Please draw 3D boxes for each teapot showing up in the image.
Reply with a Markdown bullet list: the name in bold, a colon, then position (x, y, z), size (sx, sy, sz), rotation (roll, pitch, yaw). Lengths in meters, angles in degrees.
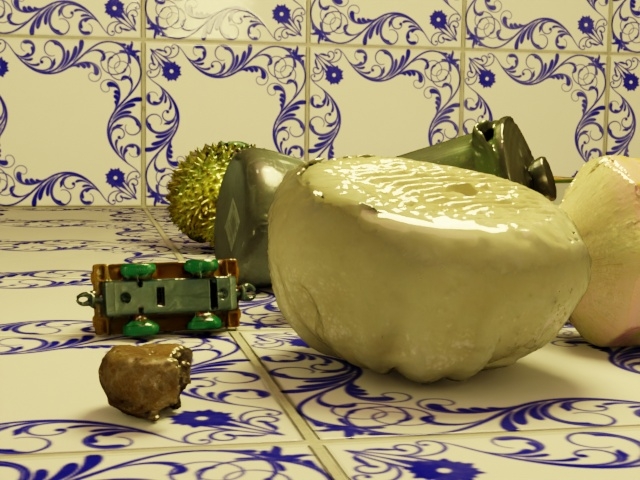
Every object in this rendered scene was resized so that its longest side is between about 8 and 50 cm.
- **teapot**: position (0.001, -0.024, 1.764), size (0.285, 0.223, 0.305), rotation (6, 1, -21)
- **teapot**: position (0.156, -0.013, 1.482), size (0.337, 0.270, 0.200), rotation (-17, 30, 24)

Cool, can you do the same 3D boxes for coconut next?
- **coconut**: position (0.388, 0.013, 1.350), size (0.245, 0.233, 0.233), rotation (1, 6, -23)

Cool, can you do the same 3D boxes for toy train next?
- **toy train**: position (-0.196, 0.072, 1.405), size (0.227, 0.091, 0.136), rotation (-3, -4, -19)

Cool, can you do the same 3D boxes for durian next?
- **durian**: position (-0.179, -0.091, 2.268), size (0.291, 0.225, 0.291), rotation (10, 5, -1)

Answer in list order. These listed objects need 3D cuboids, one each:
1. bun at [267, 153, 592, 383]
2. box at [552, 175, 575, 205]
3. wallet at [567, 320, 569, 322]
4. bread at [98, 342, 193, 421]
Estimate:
- **bun**: position (0.106, 0.038, 1.220), size (0.359, 0.211, 0.360), rotation (6, 16, -2)
- **box**: position (0.370, -0.021, 1.912), size (0.195, 0.177, 0.148), rotation (-4, 9, -38)
- **wallet**: position (0.317, 0.093, 1.544), size (0.061, 0.025, 0.122), rotation (-2, 6, -8)
- **bread**: position (-0.160, 0.127, 1.008), size (0.082, 0.060, 0.113), rotation (2, 4, 4)
